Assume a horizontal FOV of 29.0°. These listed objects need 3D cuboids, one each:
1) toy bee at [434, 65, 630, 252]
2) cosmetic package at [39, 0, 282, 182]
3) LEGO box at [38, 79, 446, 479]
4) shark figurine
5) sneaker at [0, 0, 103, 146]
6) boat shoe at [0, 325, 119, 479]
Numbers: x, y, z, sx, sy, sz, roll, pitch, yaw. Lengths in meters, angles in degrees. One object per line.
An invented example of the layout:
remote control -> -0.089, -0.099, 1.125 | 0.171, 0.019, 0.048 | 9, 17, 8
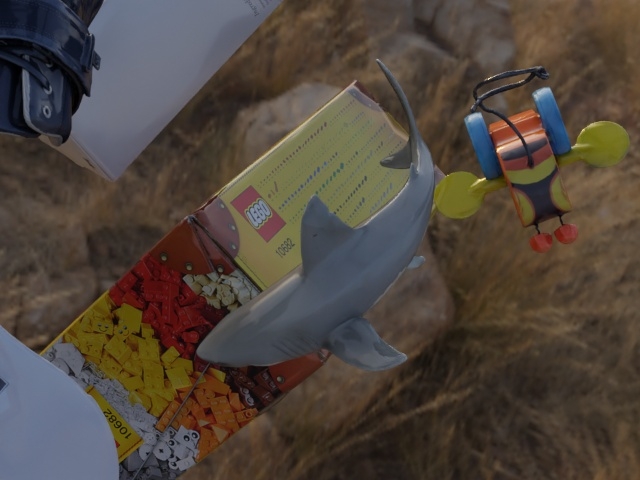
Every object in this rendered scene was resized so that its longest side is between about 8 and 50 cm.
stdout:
toy bee -> 0.202, -0.064, 1.249 | 0.298, 0.195, 0.162 | -10, 81, -59
cosmetic package -> -0.177, -0.257, 1.302 | 0.365, 0.155, 0.197 | -49, 38, -14
LEGO box -> -0.095, 0.057, 1.425 | 0.193, 0.372, 0.500 | 48, 29, -3
shark figurine -> 0.025, -0.014, 0.937 | 0.166, 0.116, 0.278 | 16, 60, 46
sneaker -> -0.167, -0.145, 0.632 | 0.086, 0.226, 0.163 | 7, 63, 11
boat shoe -> -0.264, 0.110, 0.916 | 0.102, 0.301, 0.108 | 15, 60, 49
